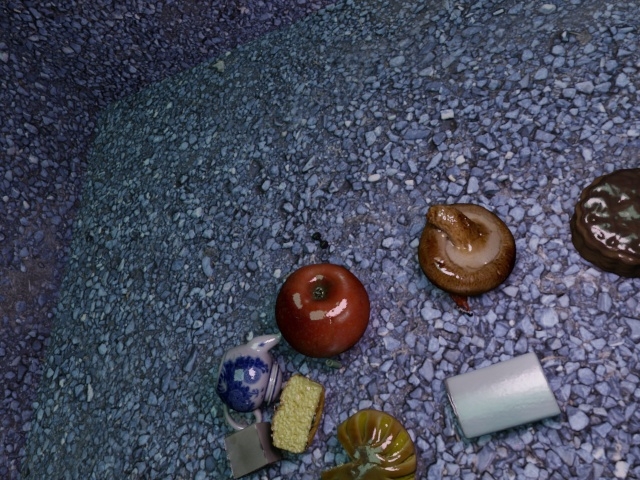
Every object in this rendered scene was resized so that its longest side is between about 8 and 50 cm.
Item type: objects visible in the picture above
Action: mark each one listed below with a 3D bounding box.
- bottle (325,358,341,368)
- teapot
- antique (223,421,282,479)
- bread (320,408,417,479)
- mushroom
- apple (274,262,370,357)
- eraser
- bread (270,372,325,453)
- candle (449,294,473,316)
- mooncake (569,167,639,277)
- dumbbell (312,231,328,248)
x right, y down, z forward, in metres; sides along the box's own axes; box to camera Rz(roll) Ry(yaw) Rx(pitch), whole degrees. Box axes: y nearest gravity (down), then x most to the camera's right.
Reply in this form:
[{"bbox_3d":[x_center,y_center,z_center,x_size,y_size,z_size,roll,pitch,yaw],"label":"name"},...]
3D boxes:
[{"bbox_3d":[0.050,0.452,1.702,0.030,0.083,0.030,-12,64,24],"label":"bottle"},{"bbox_3d":[-0.245,0.524,1.755,0.280,0.252,0.424,15,96,-4],"label":"teapot"},{"bbox_3d":[-0.238,0.754,1.679,0.147,0.148,0.152,-29,66,10],"label":"antique"},{"bbox_3d":[0.152,0.712,1.485,0.333,0.160,0.333,-10,65,23],"label":"bread"},{"bbox_3d":[0.487,0.026,1.563,0.345,0.239,0.345,0,85,-1],"label":"mushroom"},{"bbox_3d":[0.006,0.247,1.680,0.348,0.277,0.348,-4,56,6],"label":"apple"},{"bbox_3d":[0.544,0.471,1.415,0.290,0.104,0.189,-23,55,17],"label":"eraser"},{"bbox_3d":[-0.069,0.612,1.664,0.160,0.147,0.260,8,76,22],"label":"bread"},{"bbox_3d":[0.451,0.139,1.643,0.059,0.084,0.301,-51,55,39],"label":"candle"},{"bbox_3d":[0.930,-0.058,1.396,0.324,0.187,0.324,-10,65,22],"label":"mooncake"},{"bbox_3d":[0.000,0.000,1.962,0.083,0.040,0.036,47,127,35],"label":"dumbbell"}]
